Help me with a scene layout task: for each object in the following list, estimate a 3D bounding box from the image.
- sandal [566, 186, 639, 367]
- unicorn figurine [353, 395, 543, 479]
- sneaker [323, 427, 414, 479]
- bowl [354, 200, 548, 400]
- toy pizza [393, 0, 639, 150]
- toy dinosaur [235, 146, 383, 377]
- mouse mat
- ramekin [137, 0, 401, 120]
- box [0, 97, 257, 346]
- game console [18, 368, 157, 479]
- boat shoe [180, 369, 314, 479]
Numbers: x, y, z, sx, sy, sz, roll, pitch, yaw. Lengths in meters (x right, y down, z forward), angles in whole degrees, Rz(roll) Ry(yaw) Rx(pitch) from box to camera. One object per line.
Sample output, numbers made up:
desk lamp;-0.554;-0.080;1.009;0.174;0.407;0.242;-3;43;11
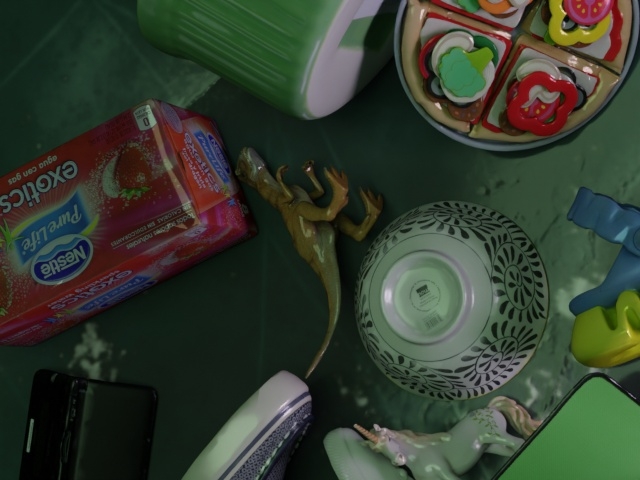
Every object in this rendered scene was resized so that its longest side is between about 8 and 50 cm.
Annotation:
sandal;0.313;-0.025;1.389;0.317;0.126;0.138;-27;73;16
unicorn figurine;0.108;0.175;1.457;0.111;0.162;0.060;51;140;20
sneaker;0.091;0.227;1.487;0.094;0.080;0.212;-38;79;1
bowl;0.094;0.048;1.486;0.170;0.080;0.170;-2;86;22
toy pizza;0.159;-0.162;1.438;0.201;0.032;0.201;-4;115;-8
toy dinosaur;0.000;0.000;1.542;0.112;0.064;0.211;-42;60;28
mouse mat;0.207;0.210;1.425;0.153;0.007;0.189;38;99;-17
ramekin;0.006;-0.241;1.429;0.148;0.303;0.303;35;99;12
box;-0.203;-0.010;1.576;0.257;0.128;0.122;-26;78;17
game console;-0.211;0.183;1.629;0.107;0.071;0.122;6;87;51
boat shoe;-0.066;0.283;1.519;0.158;0.127;0.340;36;107;13
